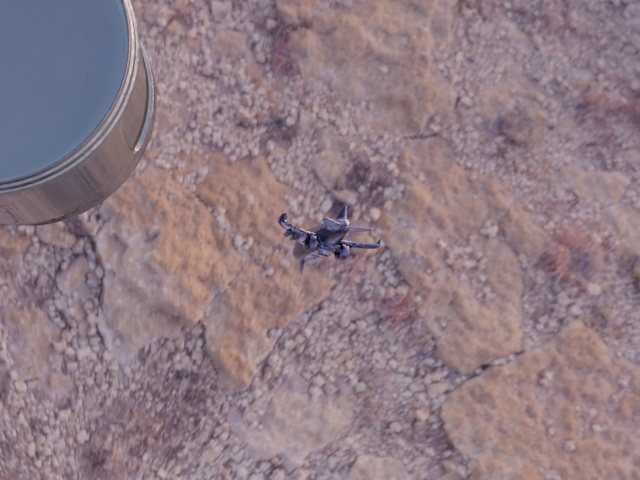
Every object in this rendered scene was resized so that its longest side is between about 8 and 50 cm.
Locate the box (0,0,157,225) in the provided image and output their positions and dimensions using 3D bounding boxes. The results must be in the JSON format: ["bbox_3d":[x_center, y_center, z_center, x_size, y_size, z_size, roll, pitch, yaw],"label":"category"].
[{"bbox_3d":[-0.254,-0.135,0.776,0.226,0.149,0.226,1,81,-4],"label":"box"}]

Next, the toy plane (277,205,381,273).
[{"bbox_3d":[0.000,0.000,0.675,0.078,0.083,0.031,16,63,-24],"label":"toy plane"}]
